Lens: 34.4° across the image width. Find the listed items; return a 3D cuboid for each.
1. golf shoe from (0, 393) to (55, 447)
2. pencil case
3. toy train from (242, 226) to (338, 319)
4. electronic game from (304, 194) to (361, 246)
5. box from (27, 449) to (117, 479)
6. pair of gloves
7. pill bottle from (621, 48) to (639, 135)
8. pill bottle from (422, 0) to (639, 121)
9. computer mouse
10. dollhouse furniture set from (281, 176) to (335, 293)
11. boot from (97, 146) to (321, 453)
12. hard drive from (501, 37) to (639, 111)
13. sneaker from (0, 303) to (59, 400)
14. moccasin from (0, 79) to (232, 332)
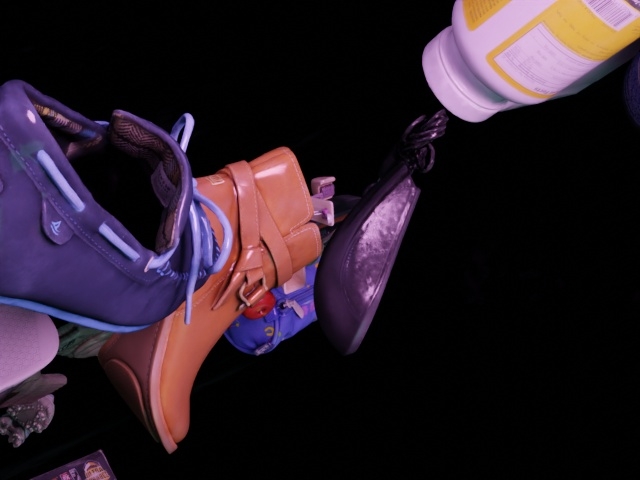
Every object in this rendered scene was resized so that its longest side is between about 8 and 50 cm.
[{"bbox_3d":[-0.457,0.266,1.654,0.176,0.069,0.086,-32,-169,49],"label":"golf shoe"},{"bbox_3d":[-0.028,0.083,1.610,0.133,0.119,0.306,-13,-176,37],"label":"pencil case"},{"bbox_3d":[-0.098,0.020,1.133,0.248,0.105,0.143,-32,155,1],"label":"toy train"},{"bbox_3d":[-0.033,0.004,1.353,0.229,0.048,0.229,-26,172,-4],"label":"electronic game"},{"bbox_3d":[-0.439,0.384,1.294,0.293,0.073,0.295,-34,172,14],"label":"box"},{"bbox_3d":[-0.344,0.149,1.290,0.240,0.042,0.204,-32,168,16],"label":"pair of gloves"},{"bbox_3d":[0.382,-0.165,1.074,0.122,0.123,0.219,-27,173,2],"label":"pill bottle"},{"bbox_3d":[0.160,-0.161,0.732,0.103,0.103,0.184,-19,169,-45],"label":"pill bottle"},{"bbox_3d":[0.049,-0.010,1.123,0.188,0.072,0.272,120,-8,-71],"label":"computer mouse"},{"bbox_3d":[0.000,0.000,1.105,0.091,0.114,0.081,-20,-154,-40],"label":"dollhouse furniture set"},{"bbox_3d":[-0.101,0.056,0.964,0.220,0.109,0.284,-31,133,-25],"label":"boot"},{"bbox_3d":[0.334,-0.235,1.062,0.203,0.040,0.307,-19,169,-47],"label":"hard drive"},{"bbox_3d":[-0.382,0.151,0.931,0.147,0.105,0.295,-39,171,34],"label":"sneaker"},{"bbox_3d":[-0.123,-0.014,0.638,0.116,0.138,0.342,-33,172,11],"label":"moccasin"}]
